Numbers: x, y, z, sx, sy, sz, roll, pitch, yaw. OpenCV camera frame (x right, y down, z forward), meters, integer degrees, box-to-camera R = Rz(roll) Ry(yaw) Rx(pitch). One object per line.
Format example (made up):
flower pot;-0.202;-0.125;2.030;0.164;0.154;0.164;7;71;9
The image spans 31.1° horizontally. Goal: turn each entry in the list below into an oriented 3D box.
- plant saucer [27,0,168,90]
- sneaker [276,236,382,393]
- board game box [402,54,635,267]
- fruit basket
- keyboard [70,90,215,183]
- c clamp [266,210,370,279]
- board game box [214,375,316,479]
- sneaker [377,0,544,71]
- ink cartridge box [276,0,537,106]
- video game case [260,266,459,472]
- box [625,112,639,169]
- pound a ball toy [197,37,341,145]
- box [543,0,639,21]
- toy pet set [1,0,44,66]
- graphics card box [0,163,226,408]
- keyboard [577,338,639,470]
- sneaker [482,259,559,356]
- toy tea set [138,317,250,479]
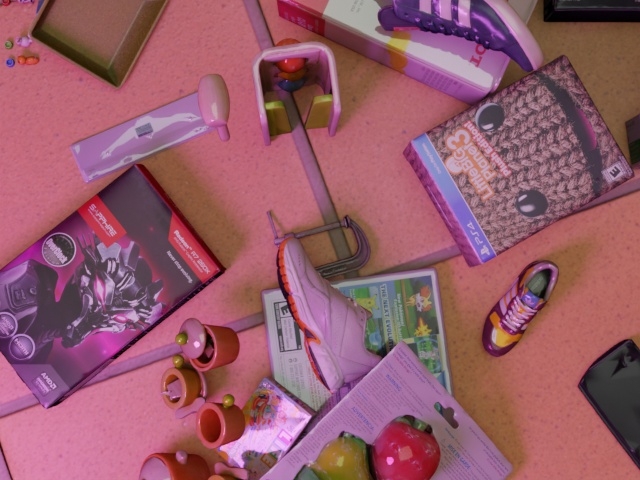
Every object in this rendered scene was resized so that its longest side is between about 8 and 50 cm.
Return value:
plant saucer;-0.374;-0.376;1.917;0.188;0.045;0.188;30;85;-36
sneaker;0.014;0.109;1.878;0.121;0.099;0.262;-22;94;-10
board game box;0.322;-0.127;1.899;0.291;0.141;0.232;-30;87;-3
fruit basket;0.096;0.385;1.841;0.353;0.165;0.327;-47;112;-12
keyboard;-0.296;-0.179;1.959;0.256;0.014;0.072;-23;82;-3
c clamp;0.000;0.000;1.937;0.161;0.022;0.137;-10;74;-5
board game box;-0.092;0.315;1.896;0.103;0.026;0.154;37;100;15
sneaker;0.179;-0.351;1.766;0.350;0.131;0.148;42;95;7
ink cartridge box;0.156;-0.428;1.905;0.385;0.160;0.279;25;87;1
video game case;0.069;0.226;1.928;0.300;0.036;0.329;-7;86;-1
box;0.576;-0.171;1.926;0.102;0.101;0.087;-6;86;-1
pound a ball toy;-0.080;-0.235;1.810;0.208;0.319;0.135;-8;87;-1
box;0.514;-0.467;1.943;0.261;0.103;0.184;1;90;-1
toy pet set;-0.486;-0.363;1.938;0.114;0.065;0.122;-6;87;-1
graphics card box;-0.371;0.075;1.901;0.371;0.094;0.233;-38;88;-2
keyboard;0.597;0.300;1.935;0.201;0.033;0.317;-37;89;4
sneaker;0.331;0.111;1.914;0.069;0.084;0.185;31;86;1
toy tea set;-0.216;0.293;1.832;0.124;0.200;0.336;0;84;-45
